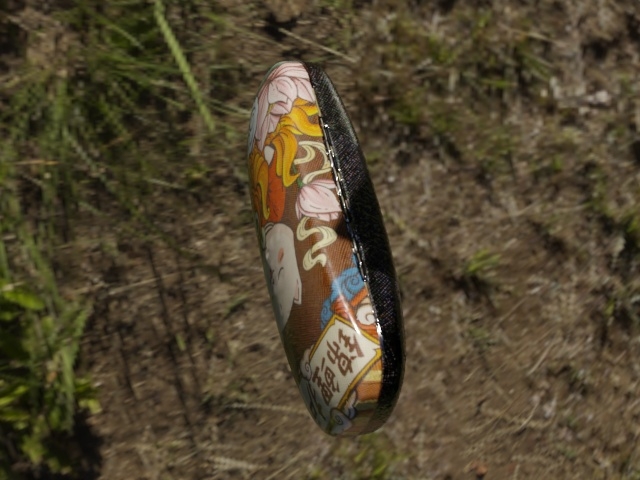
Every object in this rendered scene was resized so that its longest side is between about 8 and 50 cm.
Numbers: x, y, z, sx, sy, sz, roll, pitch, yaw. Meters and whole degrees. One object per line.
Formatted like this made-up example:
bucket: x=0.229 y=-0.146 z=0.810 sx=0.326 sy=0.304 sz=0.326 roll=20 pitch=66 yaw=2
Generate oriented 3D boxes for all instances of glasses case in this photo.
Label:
glasses case: x=0.000 y=0.000 z=1.049 sx=0.122 sy=0.082 sz=0.321 roll=118 pitch=145 yaw=-50
